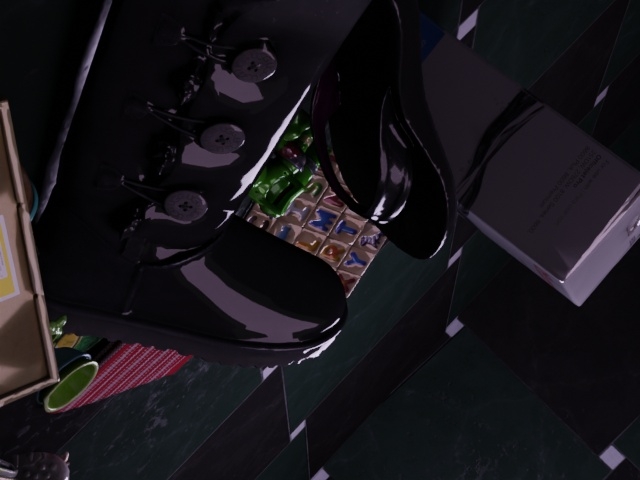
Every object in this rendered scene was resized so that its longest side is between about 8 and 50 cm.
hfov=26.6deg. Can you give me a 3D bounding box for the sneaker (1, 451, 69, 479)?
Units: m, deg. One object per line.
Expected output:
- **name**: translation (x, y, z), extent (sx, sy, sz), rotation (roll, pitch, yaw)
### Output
- **sneaker**: translation (-0.391, 0.344, 1.638), extent (0.235, 0.090, 0.095), rotation (-39, 150, 3)

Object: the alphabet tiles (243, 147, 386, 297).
- **alphabet tiles**: translation (-0.008, -0.012, 1.796), extent (0.198, 0.009, 0.237), rotation (20, 116, -27)

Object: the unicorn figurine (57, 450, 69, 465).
- **unicorn figurine**: translation (-0.384, 0.334, 1.725), extent (0.111, 0.060, 0.162), rotation (-7, 121, -54)

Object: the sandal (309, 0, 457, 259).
- **sandal**: translation (0.045, -0.134, 1.528), extent (0.107, 0.167, 0.446), rotation (-44, 140, -26)

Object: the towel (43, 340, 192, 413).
- **towel**: translation (-0.210, 0.133, 1.722), extent (0.199, 0.031, 0.275), rotation (-43, 166, 25)

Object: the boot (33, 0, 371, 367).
- **boot**: translation (-0.062, -0.086, 1.275), extent (0.367, 0.146, 0.445), rotation (5, 129, -29)

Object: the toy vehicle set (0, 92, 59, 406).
- **toy vehicle set**: translation (-0.302, 0.027, 1.048), extent (0.166, 0.035, 0.267), rotation (-21, 126, -28)

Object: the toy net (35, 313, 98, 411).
- **toy net**: translation (-0.313, 0.169, 1.272), extent (0.232, 0.045, 0.122), rotation (-41, 165, -17)

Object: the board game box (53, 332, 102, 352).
- **board game box**: translation (-0.232, 0.053, 1.551), extent (0.259, 0.030, 0.136), rotation (-40, 163, -31)

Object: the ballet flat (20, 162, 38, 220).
- **ballet flat**: translation (-0.368, 0.060, 1.106), extent (0.342, 0.116, 0.124), rotation (-52, 143, 6)

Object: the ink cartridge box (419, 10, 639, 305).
- **ink cartridge box**: translation (0.219, -0.107, 1.732), extent (0.166, 0.395, 0.285), rotation (-52, 163, 3)

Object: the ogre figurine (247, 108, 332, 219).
- **ogre figurine**: translation (-0.051, -0.097, 1.587), extent (0.118, 0.097, 0.197), rotation (-60, 176, -8)

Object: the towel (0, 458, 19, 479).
- **towel**: translation (-0.505, 0.373, 1.436), extent (0.374, 0.090, 0.320), rotation (-50, 161, -3)
